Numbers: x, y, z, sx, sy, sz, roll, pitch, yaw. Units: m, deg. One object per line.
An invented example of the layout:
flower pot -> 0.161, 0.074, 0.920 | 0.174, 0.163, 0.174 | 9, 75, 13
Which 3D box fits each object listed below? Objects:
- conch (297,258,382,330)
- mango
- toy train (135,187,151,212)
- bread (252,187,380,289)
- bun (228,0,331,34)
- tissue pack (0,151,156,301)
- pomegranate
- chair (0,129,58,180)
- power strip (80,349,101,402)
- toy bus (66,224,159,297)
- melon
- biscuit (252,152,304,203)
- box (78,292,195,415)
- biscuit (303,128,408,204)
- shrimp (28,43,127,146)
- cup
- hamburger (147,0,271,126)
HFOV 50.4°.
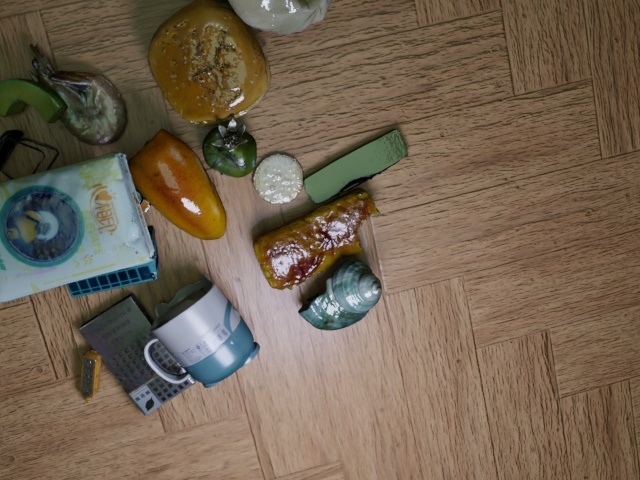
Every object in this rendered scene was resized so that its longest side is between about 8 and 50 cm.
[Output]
conch -> 0.075, 0.156, 1.960 | 0.220, 0.277, 0.195 | -9, 87, -46
mango -> -0.377, -0.128, 1.841 | 0.201, 0.199, 0.350 | -21, 120, 25
toy train -> -0.558, -0.122, 1.863 | 0.188, 0.072, 0.099 | 31, 101, -14
bread -> 0.000, 0.000, 1.957 | 0.380, 0.109, 0.185 | -27, 104, -5
bun -> -0.084, -0.692, 1.684 | 0.365, 0.219, 0.365 | -22, 124, -39
tissue pack -> -0.637, -0.034, 1.676 | 0.388, 0.162, 0.287 | -16, 100, -5
pomegranate -> -0.239, -0.249, 1.826 | 0.152, 0.191, 0.131 | 14, 72, -11
chair -> -0.828, -0.230, 1.766 | 0.221, 0.140, 0.145 | 33, 94, -11
power strip -> -0.662, 0.394, 1.953 | 0.049, 0.028, 0.178 | 16, 116, 6
toy bus -> -0.567, 0.057, 1.857 | 0.256, 0.128, 0.147 | -12, 124, -5
melon -> -0.751, -0.359, 1.747 | 0.209, 0.064, 0.118 | 21, 115, 6
biscuit -> -0.119, -0.175, 1.946 | 0.152, 0.020, 0.152 | -2, 101, -8
box -> -0.526, 0.332, 1.971 | 0.180, 0.047, 0.325 | -33, 104, -1
biscuit -> 0.102, -0.210, 1.965 | 0.322, 0.038, 0.099 | -29, 101, -2
shrimp -> -0.642, -0.394, 1.798 | 0.168, 0.077, 0.317 | -38, 109, -10
cup -> -0.350, 0.276, 1.903 | 0.290, 0.219, 0.257 | -34, 106, 5
hamburger -> -0.292, -0.459, 1.791 | 0.284, 0.174, 0.304 | -31, 98, 10
